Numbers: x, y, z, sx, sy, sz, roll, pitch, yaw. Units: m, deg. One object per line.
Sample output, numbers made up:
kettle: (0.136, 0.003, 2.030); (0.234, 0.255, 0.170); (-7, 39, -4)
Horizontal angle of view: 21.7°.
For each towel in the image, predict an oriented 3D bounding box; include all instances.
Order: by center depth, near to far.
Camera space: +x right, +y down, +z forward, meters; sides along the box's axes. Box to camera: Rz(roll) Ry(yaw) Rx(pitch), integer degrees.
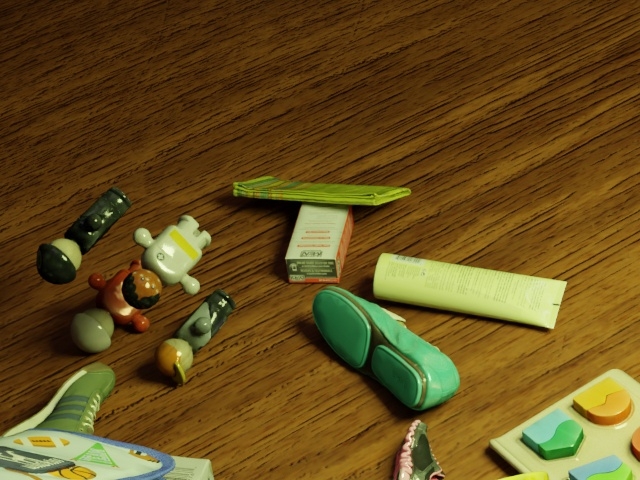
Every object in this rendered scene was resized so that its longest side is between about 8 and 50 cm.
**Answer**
towel: (0.000, -0.072, 2.341); (0.237, 0.021, 0.102); (5, 14, 32)

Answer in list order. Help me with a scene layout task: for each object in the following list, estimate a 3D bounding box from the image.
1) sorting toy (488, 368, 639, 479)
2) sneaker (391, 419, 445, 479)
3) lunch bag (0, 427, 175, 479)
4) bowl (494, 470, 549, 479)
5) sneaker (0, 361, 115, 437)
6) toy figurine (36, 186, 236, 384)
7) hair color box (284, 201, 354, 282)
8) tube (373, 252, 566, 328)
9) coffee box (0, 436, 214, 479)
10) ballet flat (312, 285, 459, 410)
sorting toy: (0.325, 0.230, 1.892); (0.208, 0.038, 0.193); (-25, 38, -22)
sneaker: (0.115, 0.255, 1.905); (0.057, 0.047, 0.119); (18, 38, -1)
lunch bag: (-0.231, 0.326, 1.495); (0.385, 0.239, 0.328); (42, 18, 17)
bowl: (0.106, 0.340, 1.652); (0.289, 0.289, 0.156); (-13, 78, -7)
sneaker: (-0.297, 0.227, 2.006); (0.086, 0.064, 0.192); (26, 47, 29)
toy figurine: (-0.232, 0.061, 2.097); (0.209, 0.213, 0.148); (21, 54, 31)
hair color box: (0.000, 0.000, 2.276); (0.072, 0.043, 0.141); (0, 35, 12)
tube: (0.189, 0.065, 2.142); (0.240, 0.062, 0.070); (8, 82, 14)
coffee box: (-0.260, 0.315, 1.779); (0.297, 0.168, 0.119); (3, 37, 17)
ballet flat: (0.085, 0.133, 2.058); (0.087, 0.083, 0.247); (-2, 27, -36)
